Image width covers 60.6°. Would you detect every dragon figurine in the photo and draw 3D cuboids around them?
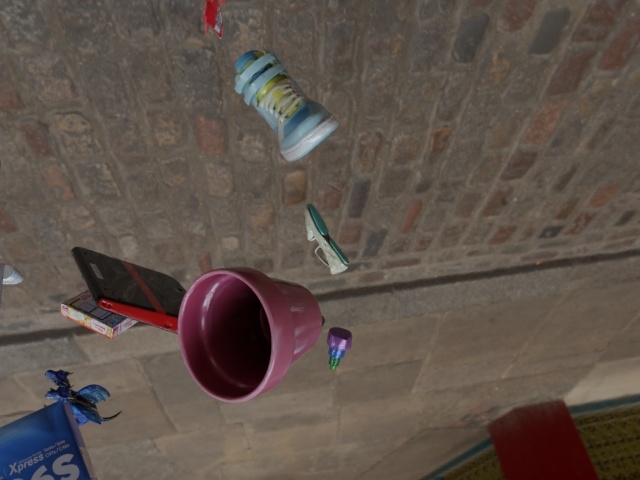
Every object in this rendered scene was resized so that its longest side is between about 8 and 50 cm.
[{"bbox_3d":[-0.583,0.408,1.357,0.143,0.085,0.289,-18,137,28],"label":"dragon figurine"}]

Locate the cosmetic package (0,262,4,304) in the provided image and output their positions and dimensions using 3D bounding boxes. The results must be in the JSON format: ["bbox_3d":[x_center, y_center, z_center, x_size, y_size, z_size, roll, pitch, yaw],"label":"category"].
[{"bbox_3d":[-0.921,0.109,1.351,0.237,0.127,0.107,4,174,3],"label":"cosmetic package"}]

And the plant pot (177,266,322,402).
[{"bbox_3d":[-0.097,0.140,0.889,0.201,0.201,0.180,-35,163,29],"label":"plant pot"}]

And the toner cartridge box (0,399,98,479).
[{"bbox_3d":[-0.602,0.442,0.974,0.347,0.165,0.075,-24,161,-20],"label":"toner cartridge box"}]

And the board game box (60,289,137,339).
[{"bbox_3d":[-0.667,0.216,1.684,0.193,0.147,0.045,22,115,15],"label":"board game box"}]

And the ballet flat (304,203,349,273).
[{"bbox_3d":[0.000,0.000,1.203,0.052,0.168,0.057,-33,178,18],"label":"ballet flat"}]

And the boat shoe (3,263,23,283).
[{"bbox_3d":[-0.939,0.094,1.567,0.184,0.066,0.063,-1,151,8],"label":"boat shoe"}]

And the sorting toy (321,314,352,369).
[{"bbox_3d":[-0.082,0.245,1.478,0.127,0.365,0.126,-9,116,-56],"label":"sorting toy"}]

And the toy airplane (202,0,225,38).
[{"bbox_3d":[-0.140,-0.345,0.742,0.028,0.151,0.151,6,142,-9],"label":"toy airplane"}]

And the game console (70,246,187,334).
[{"bbox_3d":[-0.503,0.147,1.531,0.341,0.386,0.060,23,94,-38],"label":"game console"}]

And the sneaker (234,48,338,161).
[{"bbox_3d":[-0.085,-0.277,1.076,0.127,0.319,0.208,-40,111,-1],"label":"sneaker"}]
